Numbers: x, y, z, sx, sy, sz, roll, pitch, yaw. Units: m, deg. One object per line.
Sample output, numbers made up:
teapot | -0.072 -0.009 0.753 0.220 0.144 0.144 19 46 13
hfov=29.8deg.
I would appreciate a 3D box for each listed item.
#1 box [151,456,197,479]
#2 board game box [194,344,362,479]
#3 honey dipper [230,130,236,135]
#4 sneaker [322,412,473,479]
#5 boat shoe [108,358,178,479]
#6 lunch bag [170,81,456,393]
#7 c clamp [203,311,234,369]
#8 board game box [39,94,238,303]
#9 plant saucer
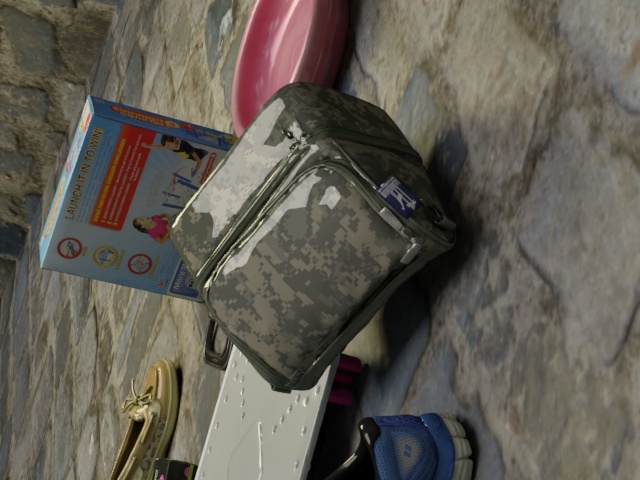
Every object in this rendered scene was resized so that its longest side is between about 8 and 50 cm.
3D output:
box | -0.247 0.400 2.022 0.083 0.052 0.062 165 116 -67
board game box | -0.083 0.319 1.644 0.390 0.050 0.389 -1 72 69
honey dipper | -0.125 -0.201 2.125 0.161 0.031 0.030 -36 45 54
sneaker | 0.032 0.318 1.273 0.130 0.147 0.329 -128 55 -63
boat shoe | -0.324 0.351 2.183 0.104 0.089 0.285 158 123 -64
lunch bag | 0.000 0.000 1.423 0.305 0.213 0.256 -48 54 24
c clamp | -0.162 0.149 2.017 0.161 0.022 0.137 170 107 -65
board game box | -0.301 -0.066 2.099 0.308 0.302 0.086 -66 24 22
plant saucer | -0.045 -0.303 1.918 0.332 0.084 0.332 -167 90 -68
